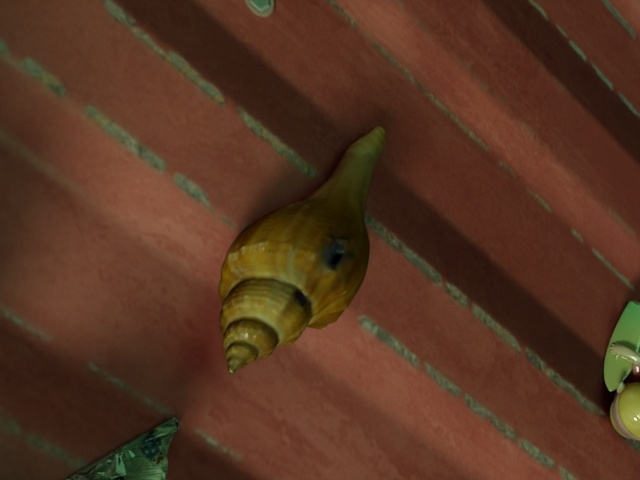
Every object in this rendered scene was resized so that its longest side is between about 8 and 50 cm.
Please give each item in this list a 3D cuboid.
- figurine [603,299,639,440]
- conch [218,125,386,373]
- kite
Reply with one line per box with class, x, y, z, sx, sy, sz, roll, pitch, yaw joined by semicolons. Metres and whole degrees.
figurine;0.353;0.141;1.291;0.083;0.083;0.187;43;42;-26
conch;0.003;-0.002;0.978;0.109;0.093;0.330;49;48;-13
kite;-0.119;0.193;0.860;0.157;0.011;0.139;24;64;-36
